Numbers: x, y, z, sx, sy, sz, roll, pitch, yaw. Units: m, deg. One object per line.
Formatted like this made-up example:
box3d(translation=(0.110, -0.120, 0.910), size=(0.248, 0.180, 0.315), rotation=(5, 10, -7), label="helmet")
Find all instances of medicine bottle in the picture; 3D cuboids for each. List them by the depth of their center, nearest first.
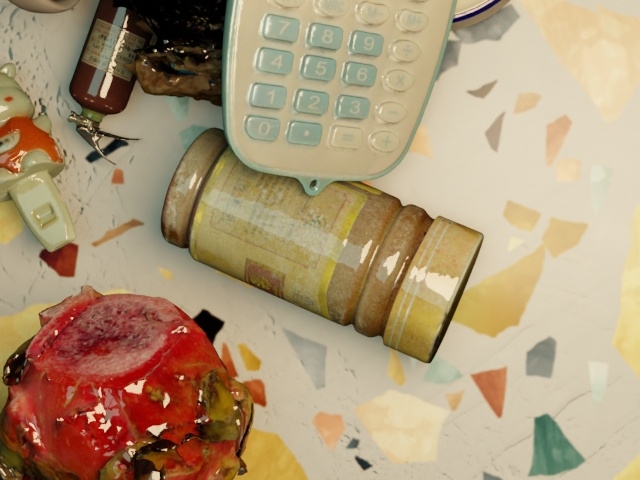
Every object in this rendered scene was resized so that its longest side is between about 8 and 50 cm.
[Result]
box3d(translation=(0.000, 0.000, 1.155), size=(0.323, 0.151, 0.151), rotation=(23, 95, 10), label="medicine bottle")

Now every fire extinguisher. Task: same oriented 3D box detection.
box3d(translation=(-0.229, -0.205, 1.241), size=(0.099, 0.071, 0.231), rotation=(18, 95, -11), label="fire extinguisher")

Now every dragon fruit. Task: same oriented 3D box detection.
box3d(translation=(-0.200, 0.211, 1.152), size=(0.269, 0.250, 0.291), rotation=(12, 126, 24), label="dragon fruit")

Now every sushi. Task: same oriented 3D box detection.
box3d(translation=(-0.100, -0.237, 1.134), size=(0.239, 0.225, 0.218), rotation=(10, 120, 28), label="sushi")

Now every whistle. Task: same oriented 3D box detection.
box3d(translation=(-0.362, -0.102, 1.251), size=(0.102, 0.106, 0.253), rotation=(-31, 85, 27), label="whistle")

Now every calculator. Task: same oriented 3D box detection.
box3d(translation=(0.024, -0.232, 1.048), size=(0.054, 0.256, 0.386), rotation=(25, 108, 54), label="calculator")

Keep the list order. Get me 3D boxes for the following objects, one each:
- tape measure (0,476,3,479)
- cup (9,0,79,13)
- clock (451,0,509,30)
box3d(translation=(-0.460, 0.333, 1.198), size=(0.147, 0.256, 0.275), rotation=(10, 98, 14), label="tape measure")
box3d(translation=(-0.318, -0.407, 1.116), size=(0.237, 0.327, 0.322), rotation=(4, 96, 12), label="cup")
box3d(translation=(0.126, -0.344, 1.162), size=(0.231, 0.083, 0.230), rotation=(0, 89, 10), label="clock")
